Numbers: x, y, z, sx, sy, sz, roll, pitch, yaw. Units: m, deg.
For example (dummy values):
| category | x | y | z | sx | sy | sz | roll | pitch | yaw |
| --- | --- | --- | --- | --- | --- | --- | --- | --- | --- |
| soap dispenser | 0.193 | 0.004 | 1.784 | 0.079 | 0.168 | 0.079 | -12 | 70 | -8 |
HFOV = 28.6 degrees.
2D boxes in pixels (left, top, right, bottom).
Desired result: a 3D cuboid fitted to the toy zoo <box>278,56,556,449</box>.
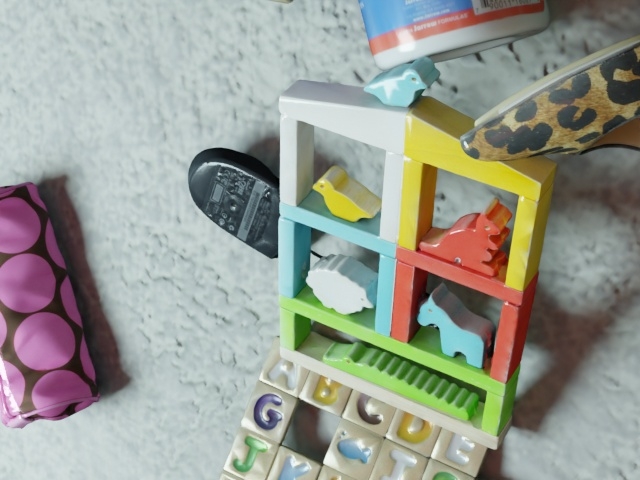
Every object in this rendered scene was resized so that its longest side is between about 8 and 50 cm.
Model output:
| category | x | y | z | sx | sy | sz | roll | pitch | yaw |
| --- | --- | --- | --- | --- | --- | --- | --- | --- | --- |
| toy zoo | 0.059 | 0.004 | 0.880 | 0.192 | 0.030 | 0.293 | 21 | 133 | 21 |

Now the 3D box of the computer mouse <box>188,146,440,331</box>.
| category | x | y | z | sx | sy | sz | roll | pitch | yaw |
| --- | --- | --- | --- | --- | --- | --- | --- | --- | --- |
| computer mouse | 0.000 | 0.000 | 0.976 | 0.242 | 0.041 | 0.071 | 34 | 130 | 10 |

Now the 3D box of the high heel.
| category | x | y | z | sx | sy | sz | roll | pitch | yaw |
| --- | --- | --- | --- | --- | --- | --- | --- | --- | --- |
| high heel | 0.228 | -0.034 | 0.760 | 0.261 | 0.093 | 0.186 | -18 | 86 | -9 |

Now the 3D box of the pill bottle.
| category | x | y | z | sx | sy | sz | roll | pitch | yaw |
| --- | --- | --- | --- | --- | --- | --- | --- | --- | --- |
| pill bottle | 0.070 | -0.234 | 0.842 | 0.124 | 0.124 | 0.221 | -13 | 93 | 29 |

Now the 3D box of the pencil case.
| category | x | y | z | sx | sy | sz | roll | pitch | yaw |
| --- | --- | --- | --- | --- | --- | --- | --- | --- | --- |
| pencil case | -0.264 | 0.059 | 1.086 | 0.095 | 0.098 | 0.209 | -19 | 92 | 29 |

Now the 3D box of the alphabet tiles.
| category | x | y | z | sx | sy | sz | roll | pitch | yaw |
| --- | --- | --- | --- | --- | --- | --- | --- | --- | --- |
| alphabet tiles | 0.029 | 0.209 | 0.979 | 0.237 | 0.009 | 0.198 | 21 | 90 | 23 |

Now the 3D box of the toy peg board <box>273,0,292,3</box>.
| category | x | y | z | sx | sy | sz | roll | pitch | yaw |
| --- | --- | --- | --- | --- | --- | --- | --- | --- | --- |
| toy peg board | -0.060 | -0.261 | 0.942 | 0.161 | 0.079 | 0.160 | 15 | 91 | 24 |
